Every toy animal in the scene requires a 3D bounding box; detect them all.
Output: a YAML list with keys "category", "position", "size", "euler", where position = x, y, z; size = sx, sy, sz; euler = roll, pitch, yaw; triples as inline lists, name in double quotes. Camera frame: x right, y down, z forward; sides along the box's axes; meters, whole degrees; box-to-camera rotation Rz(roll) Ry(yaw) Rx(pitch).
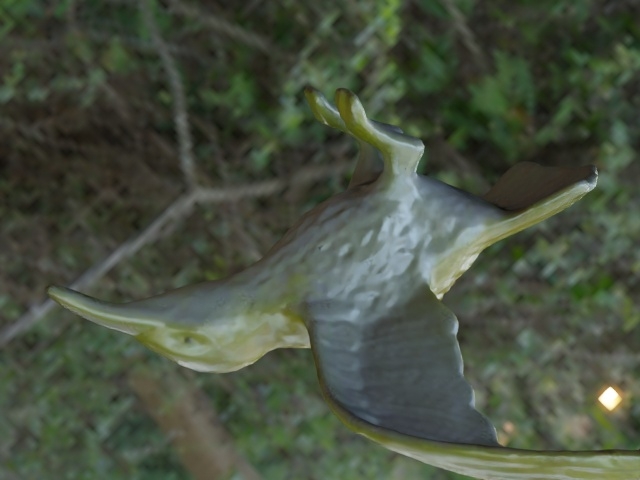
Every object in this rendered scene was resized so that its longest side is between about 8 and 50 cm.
- category: "toy animal"
  position: [0.000, 0.000, 0.588]
  size: [0.219, 0.155, 0.095]
  euler: [-143, -110, -72]

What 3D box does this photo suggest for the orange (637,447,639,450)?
- category: "orange"
  position: [0.264, 0.269, 1.106]
  size: [0.340, 0.340, 0.293]
  euler: [-44, 166, -5]
